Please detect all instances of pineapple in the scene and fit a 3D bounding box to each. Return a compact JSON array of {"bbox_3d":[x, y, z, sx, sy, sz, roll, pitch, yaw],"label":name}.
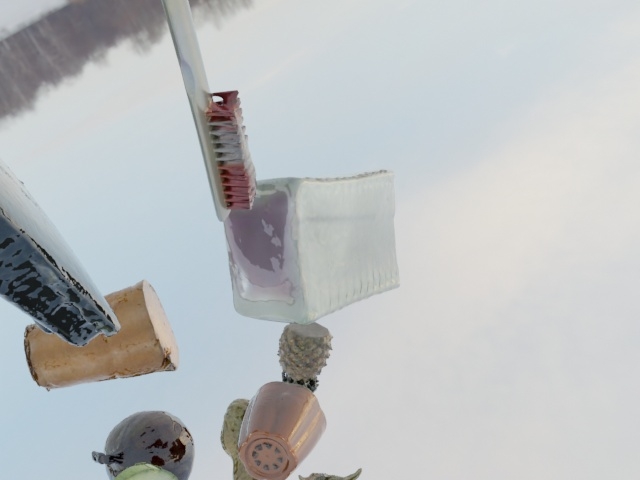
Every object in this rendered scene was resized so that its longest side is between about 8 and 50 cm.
[{"bbox_3d":[-0.064,0.413,2.599,0.169,0.341,0.169,10,-157,-4],"label":"pineapple"}]

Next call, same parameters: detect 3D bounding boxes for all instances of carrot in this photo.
[{"bbox_3d":[-0.424,0.204,1.667,0.254,0.196,0.196,-19,-159,-4],"label":"carrot"}]

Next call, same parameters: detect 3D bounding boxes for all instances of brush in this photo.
[{"bbox_3d":[-0.107,-0.155,0.816,0.050,0.321,0.060,-3,-138,8],"label":"brush"}]

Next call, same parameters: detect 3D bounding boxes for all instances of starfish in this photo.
[{"bbox_3d":[0.003,0.383,1.303,0.132,0.130,0.041,2,-136,0],"label":"starfish"}]

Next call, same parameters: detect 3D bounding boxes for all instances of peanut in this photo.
[{"bbox_3d":[-0.179,0.486,2.014,0.108,0.226,0.095,-13,168,2],"label":"peanut"}]

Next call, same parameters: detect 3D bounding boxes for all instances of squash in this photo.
[{"bbox_3d":[-0.376,0.570,1.760,0.041,0.219,0.219,8,-139,44],"label":"squash"}]

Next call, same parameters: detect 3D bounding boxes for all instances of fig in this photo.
[{"bbox_3d":[-0.421,0.529,2.076,0.235,0.235,0.214,-27,169,3],"label":"fig"}]

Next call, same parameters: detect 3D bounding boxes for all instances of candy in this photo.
[{"bbox_3d":[-0.002,-0.002,1.323,0.145,0.208,0.358,1,-173,28],"label":"candy"}]

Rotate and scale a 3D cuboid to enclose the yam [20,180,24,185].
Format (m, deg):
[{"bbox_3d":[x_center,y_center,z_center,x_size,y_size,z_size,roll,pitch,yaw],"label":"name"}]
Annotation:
[{"bbox_3d":[-0.571,-0.054,1.518,0.027,0.033,0.130,16,-122,12],"label":"yam"}]

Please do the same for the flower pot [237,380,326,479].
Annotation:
[{"bbox_3d":[-0.093,0.431,1.870,0.190,0.191,0.173,-21,-165,18],"label":"flower pot"}]

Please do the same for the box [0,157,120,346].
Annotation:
[{"bbox_3d":[-0.384,-0.053,0.948,0.091,0.350,0.359,-38,-117,-10],"label":"box"}]
